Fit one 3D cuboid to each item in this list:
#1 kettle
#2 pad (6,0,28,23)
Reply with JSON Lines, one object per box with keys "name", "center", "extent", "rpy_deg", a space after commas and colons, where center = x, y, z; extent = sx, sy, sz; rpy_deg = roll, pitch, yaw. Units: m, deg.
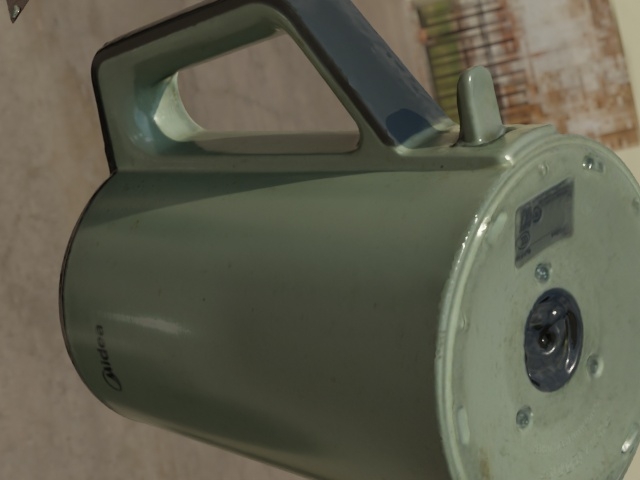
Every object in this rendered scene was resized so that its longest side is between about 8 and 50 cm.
{"name": "kettle", "center": [0.000, 0.000, 0.880], "extent": [0.250, 0.377, 0.361], "rpy_deg": [-33, 117, -40]}
{"name": "pad", "center": [-0.296, -0.333, 1.424], "extent": [0.006, 0.188, 0.113], "rpy_deg": [30, 16, -31]}
